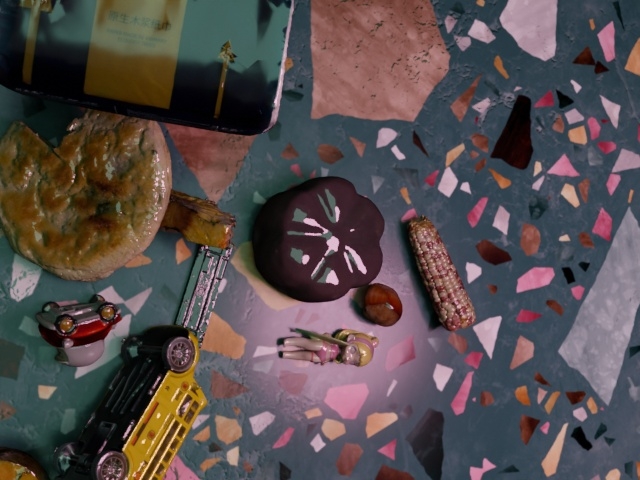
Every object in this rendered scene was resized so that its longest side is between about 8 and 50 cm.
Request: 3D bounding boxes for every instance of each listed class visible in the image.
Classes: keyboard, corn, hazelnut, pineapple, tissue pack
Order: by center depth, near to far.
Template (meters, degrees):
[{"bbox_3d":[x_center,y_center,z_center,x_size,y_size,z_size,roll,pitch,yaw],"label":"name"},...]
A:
[{"bbox_3d":[-0.263,-0.310,1.422,0.416,0.264,0.253,8,95,-7],"label":"tissue pack"},{"bbox_3d":[-0.245,-0.042,1.664,0.233,0.135,0.080,22,103,11],"label":"pineapple"},{"bbox_3d":[-0.218,0.093,1.722,0.061,0.013,0.205,19,81,-17],"label":"keyboard"},{"bbox_3d":[0.120,0.124,1.802,0.086,0.086,0.086,1,87,-18],"label":"hazelnut"},{"bbox_3d":[0.232,0.065,1.837,0.079,0.079,0.237,-25,93,-18],"label":"corn"}]

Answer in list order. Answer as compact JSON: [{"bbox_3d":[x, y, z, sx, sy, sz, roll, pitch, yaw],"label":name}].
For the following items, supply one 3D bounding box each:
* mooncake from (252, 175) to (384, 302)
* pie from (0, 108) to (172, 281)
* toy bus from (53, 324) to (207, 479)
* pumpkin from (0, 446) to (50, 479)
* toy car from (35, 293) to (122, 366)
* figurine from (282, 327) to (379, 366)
[{"bbox_3d":[0.000,0.000,1.742,0.244,0.133,0.245,2,85,-25],"label":"mooncake"},{"bbox_3d":[-0.399,-0.089,1.587,0.337,0.075,0.338,0,89,8],"label":"pie"},{"bbox_3d":[-0.304,0.306,1.589,0.152,0.144,0.330,48,57,-32],"label":"toy bus"},{"bbox_3d":[-0.597,0.411,1.519,0.317,0.139,0.222,4,89,-15],"label":"pumpkin"},{"bbox_3d":[-0.412,0.162,1.615,0.139,0.112,0.112,-11,105,-27],"label":"toy car"},{"bbox_3d":[0.021,0.200,1.773,0.187,0.083,0.083,0,87,-6],"label":"figurine"}]
